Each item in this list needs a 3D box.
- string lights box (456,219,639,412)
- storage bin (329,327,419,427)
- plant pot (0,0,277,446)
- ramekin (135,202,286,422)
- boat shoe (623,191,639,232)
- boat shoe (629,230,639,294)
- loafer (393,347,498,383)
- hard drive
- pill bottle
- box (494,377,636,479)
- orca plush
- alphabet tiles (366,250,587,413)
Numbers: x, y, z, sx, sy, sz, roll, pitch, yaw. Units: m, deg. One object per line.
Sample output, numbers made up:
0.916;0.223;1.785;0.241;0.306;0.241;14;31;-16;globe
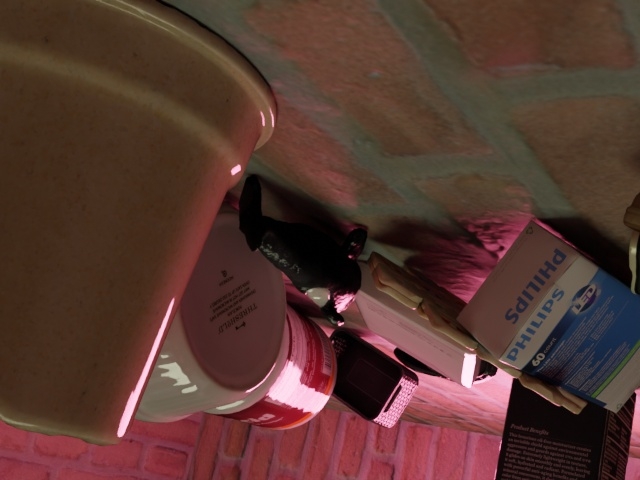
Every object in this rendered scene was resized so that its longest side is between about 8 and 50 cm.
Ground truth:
0.281;0.091;0.921;0.260;0.133;0.077;27;-167;-40;string lights box
0.084;0.265;1.635;0.180;0.122;0.084;30;176;34;storage bin
-0.232;-0.005;0.690;0.334;0.305;0.334;12;164;3;plant pot
-0.148;0.074;0.994;0.127;0.273;0.273;-9;156;30;ramekin
0.360;-0.029;0.588;0.285;0.089;0.104;4;178;38;boat shoe
0.330;0.024;0.831;0.042;0.049;0.133;14;162;26;boat shoe
0.225;0.218;1.533;0.078;0.076;0.223;14;170;-36;loafer
0.145;0.133;1.255;0.203;0.040;0.307;30;170;16;hard drive
-0.130;0.192;1.428;0.224;0.224;0.392;6;164;21;pill bottle
0.443;0.376;1.514;0.183;0.294;0.296;6;163;29;box
0.000;0.000;1.001;0.287;0.102;0.151;47;-172;-48;orca plush
0.178;0.105;0.992;0.284;0.021;0.278;33;-172;-8;alphabet tiles
